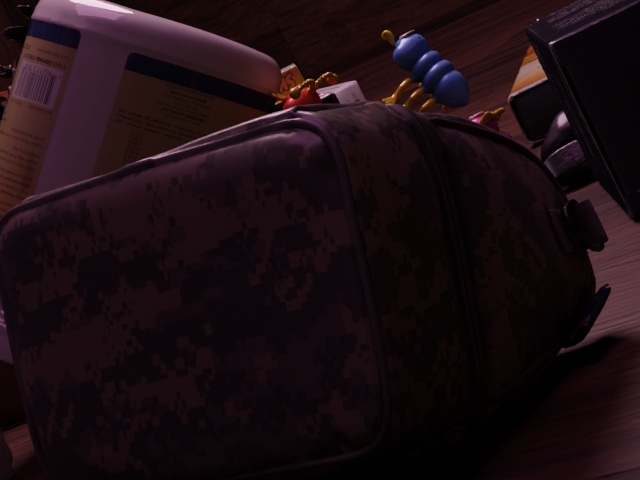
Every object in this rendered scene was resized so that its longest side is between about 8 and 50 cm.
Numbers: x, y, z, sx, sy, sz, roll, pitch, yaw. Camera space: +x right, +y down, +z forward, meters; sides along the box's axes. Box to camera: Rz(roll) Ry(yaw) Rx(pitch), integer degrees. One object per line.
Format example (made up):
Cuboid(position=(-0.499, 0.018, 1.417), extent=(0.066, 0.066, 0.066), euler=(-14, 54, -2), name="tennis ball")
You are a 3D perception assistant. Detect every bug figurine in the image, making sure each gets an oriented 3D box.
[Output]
Cuboid(position=(0.087, -0.093, 1.579), extent=(0.279, 0.216, 0.072), euler=(-33, -18, -52), name="bug figurine")

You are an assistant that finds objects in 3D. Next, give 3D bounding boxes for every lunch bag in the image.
Cuboid(position=(-0.006, 0.037, 1.113), extent=(0.305, 0.213, 0.256), euler=(-17, -3, 36), name="lunch bag")

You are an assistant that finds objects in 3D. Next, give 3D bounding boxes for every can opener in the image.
Cuboid(position=(0.281, -0.103, 1.590), extent=(0.186, 0.073, 0.059), euler=(-24, -30, 4), name="can opener")

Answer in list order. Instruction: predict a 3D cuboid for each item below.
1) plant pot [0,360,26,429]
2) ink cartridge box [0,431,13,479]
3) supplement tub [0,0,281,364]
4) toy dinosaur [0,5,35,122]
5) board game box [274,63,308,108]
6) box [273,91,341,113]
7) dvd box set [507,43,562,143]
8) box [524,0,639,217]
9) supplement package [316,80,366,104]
Cuboid(position=(-0.315, 0.047, 1.883), extent=(0.215, 0.230, 0.215), euler=(-27, 9, 4), name="plant pot")
Cuboid(position=(-0.418, 0.184, 1.490), extent=(0.117, 0.207, 0.283), euler=(-18, 12, 37), name="ink cartridge box")
Cuboid(position=(-0.182, -0.040, 1.582), extent=(0.228, 0.316, 0.228), euler=(17, 3, -1), name="supplement tub")
Cuboid(position=(-0.227, -0.150, 1.810), extent=(0.322, 0.164, 0.218), euler=(-33, -8, 5), name="toy dinosaur")
Cuboid(position=(-0.074, -0.138, 1.820), extent=(0.124, 0.039, 0.259), euler=(-28, 9, 2), name="board game box")
Cuboid(position=(-0.075, -0.026, 1.798), extent=(0.247, 0.163, 0.142), euler=(-29, 9, -12), name="box")
Cuboid(position=(0.368, -0.235, 2.007), extent=(0.307, 0.062, 0.420), euler=(-25, 9, 16), name="dvd box set")
Cuboid(position=(0.249, -0.121, 1.429), extent=(0.108, 0.153, 0.207), euler=(-26, 10, 5), name="box")
Cuboid(position=(-0.053, -0.065, 2.052), extent=(0.244, 0.134, 0.139), euler=(-30, 9, -16), name="supplement package")
